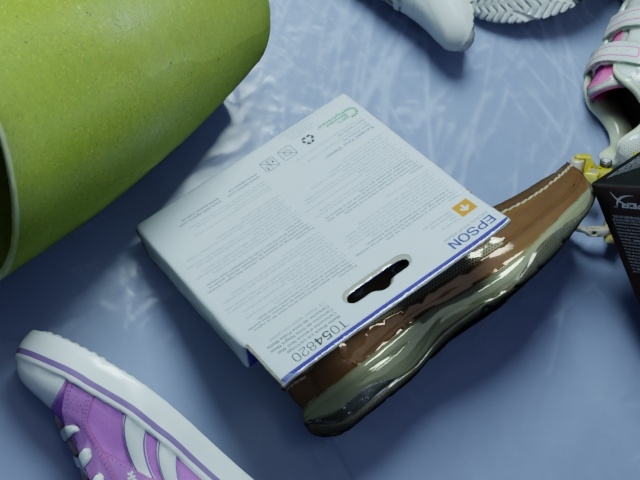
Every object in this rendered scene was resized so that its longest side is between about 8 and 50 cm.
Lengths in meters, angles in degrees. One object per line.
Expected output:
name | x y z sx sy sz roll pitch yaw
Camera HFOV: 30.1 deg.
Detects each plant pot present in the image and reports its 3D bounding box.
plant pot | -0.191 -0.149 0.918 0.293 0.275 0.275 -30 83 -36

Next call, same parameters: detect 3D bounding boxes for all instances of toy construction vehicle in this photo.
toy construction vehicle | 0.269 -0.038 1.072 0.098 0.086 0.035 8 32 2

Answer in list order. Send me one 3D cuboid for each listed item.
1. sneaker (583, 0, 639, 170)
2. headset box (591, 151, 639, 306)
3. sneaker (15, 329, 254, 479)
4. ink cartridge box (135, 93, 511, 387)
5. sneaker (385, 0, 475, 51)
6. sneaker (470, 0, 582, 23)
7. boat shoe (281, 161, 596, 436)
sneaker | 0.303 -0.169 1.109 0.111 0.103 0.252 0 74 -16
headset box | 0.393 0.029 1.029 0.218 0.110 0.293 -31 107 -20
sneaker | -0.150 0.202 0.893 0.282 0.102 0.161 41 72 0
ink cartridge box | 0.000 0.000 0.946 0.223 0.045 0.224 -34 48 -15
sneaker | 0.058 -0.263 1.094 0.095 0.090 0.235 -31 80 -7
sneaker | 0.230 -0.305 1.145 0.235 0.153 0.094 -35 118 15
boat shoe | 0.091 0.026 0.993 0.324 0.122 0.120 -37 80 -20
